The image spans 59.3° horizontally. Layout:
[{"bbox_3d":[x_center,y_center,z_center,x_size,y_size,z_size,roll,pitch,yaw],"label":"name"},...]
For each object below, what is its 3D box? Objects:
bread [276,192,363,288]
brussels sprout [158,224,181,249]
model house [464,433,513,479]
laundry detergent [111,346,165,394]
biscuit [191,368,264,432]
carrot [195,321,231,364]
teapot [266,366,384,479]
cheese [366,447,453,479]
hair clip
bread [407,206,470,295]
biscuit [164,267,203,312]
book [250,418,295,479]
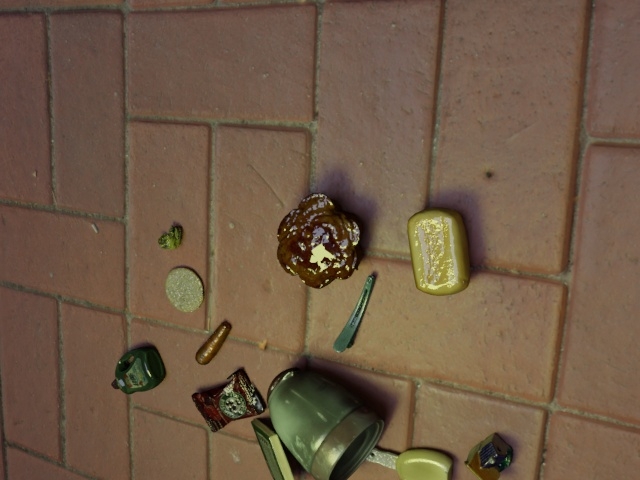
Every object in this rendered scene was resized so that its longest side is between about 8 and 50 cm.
[{"bbox_3d":[0.005,0.013,1.492,0.232,0.135,0.246,44,113,12],"label":"bread"},{"bbox_3d":[-0.463,-0.008,1.754,0.085,0.058,0.085,-22,60,44],"label":"brussels sprout"},{"bbox_3d":[0.424,0.555,1.404,0.088,0.100,0.100,45,113,12],"label":"model house"},{"bbox_3d":[-0.630,0.444,1.894,0.222,0.078,0.144,-23,87,29],"label":"laundry detergent"},{"bbox_3d":[-0.295,0.506,1.755,0.235,0.063,0.151,-30,97,21],"label":"biscuit"},{"bbox_3d":[-0.332,0.321,1.749,0.055,0.055,0.161,42,106,13],"label":"carrot"},{"bbox_3d":[-0.018,0.511,1.557,0.312,0.233,0.314,36,134,30],"label":"teapot"},{"bbox_3d":[0.231,0.614,1.534,0.256,0.050,0.127,7,103,26],"label":"cheese"},{"bbox_3d":[0.097,0.195,1.530,0.039,0.070,0.229,25,101,23],"label":"hair clip"},{"bbox_3d":[0.293,0.026,1.380,0.147,0.098,0.217,-2,95,26],"label":"bread"},{"bbox_3d":[-0.431,0.156,1.783,0.152,0.020,0.152,4,101,23],"label":"biscuit"},{"bbox_3d":[-0.131,0.630,1.621,0.202,0.027,0.264,69,160,2],"label":"book"}]
